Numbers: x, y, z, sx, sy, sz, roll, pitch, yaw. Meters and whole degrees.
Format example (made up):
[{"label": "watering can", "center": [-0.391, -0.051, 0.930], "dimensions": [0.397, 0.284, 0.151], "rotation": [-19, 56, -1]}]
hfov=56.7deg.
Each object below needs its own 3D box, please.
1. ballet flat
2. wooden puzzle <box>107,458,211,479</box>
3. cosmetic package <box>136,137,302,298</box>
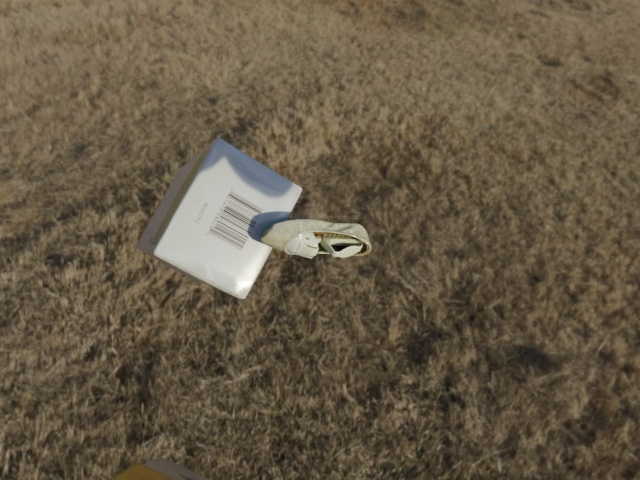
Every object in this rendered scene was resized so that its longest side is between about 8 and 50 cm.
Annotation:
[{"label": "ballet flat", "center": [0.000, 0.000, 0.841], "dimensions": [0.168, 0.057, 0.052], "rotation": [-2, 45, -27]}, {"label": "wooden puzzle", "center": [-0.177, 0.244, 0.469], "dimensions": [0.239, 0.044, 0.221], "rotation": [-18, 6, -39]}, {"label": "cosmetic package", "center": [-0.188, -0.030, 1.001], "dimensions": [0.155, 0.196, 0.366], "rotation": [30, -11, -19]}]
